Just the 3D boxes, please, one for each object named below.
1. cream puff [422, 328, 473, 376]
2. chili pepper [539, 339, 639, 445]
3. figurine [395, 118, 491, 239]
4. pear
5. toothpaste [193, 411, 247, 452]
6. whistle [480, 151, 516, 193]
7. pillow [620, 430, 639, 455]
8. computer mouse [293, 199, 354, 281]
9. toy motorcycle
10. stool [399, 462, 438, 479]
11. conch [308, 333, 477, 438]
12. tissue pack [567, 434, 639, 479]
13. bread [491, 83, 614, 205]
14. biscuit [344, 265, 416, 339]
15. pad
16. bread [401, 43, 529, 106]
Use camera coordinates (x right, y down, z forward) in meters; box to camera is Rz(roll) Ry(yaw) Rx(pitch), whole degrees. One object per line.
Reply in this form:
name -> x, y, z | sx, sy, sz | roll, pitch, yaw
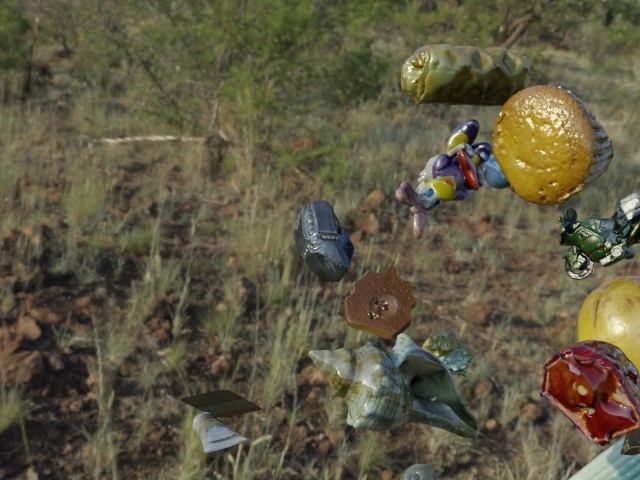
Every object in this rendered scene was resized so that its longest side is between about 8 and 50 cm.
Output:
cream puff -> 0.345, 0.314, 1.869 | 0.156, 0.156, 0.121 | 6, 14, -24
chili pepper -> 0.445, 0.216, 1.050 | 0.144, 0.137, 0.252 | 10, 10, 33
figurine -> 0.335, -0.176, 1.836 | 0.193, 0.154, 0.421 | -18, 21, 33
pear -> 0.771, 0.241, 1.638 | 0.314, 0.315, 0.314 | 12, 16, -3
toothpaste -> -0.259, 0.473, 1.648 | 0.100, 0.066, 0.323 | -10, -2, -20
whistle -> 0.409, -0.141, 1.466 | 0.158, 0.090, 0.090 | 38, 16, -4
pillow -> 0.634, 0.371, 1.309 | 0.048, 0.091, 0.150 | 20, -21, 4
computer mouse -> 0.000, 0.000, 1.377 | 0.062, 0.105, 0.192 | 23, 40, -56
toy motorcycle -> 0.708, -0.031, 1.681 | 0.124, 0.274, 0.187 | 7, 56, -47
stool -> 0.257, 0.621, 1.690 | 0.096, 0.110, 0.096 | -22, 33, 15
conch -> 0.143, 0.284, 1.321 | 0.386, 0.203, 0.169 | 26, -5, -32
tissue pack -> 0.872, 0.583, 1.747 | 0.287, 0.388, 0.162 | 12, 38, -35
bread -> 0.445, -0.188, 1.308 | 0.139, 0.240, 0.240 | -19, 31, -29
biscuit -> 0.162, 0.156, 1.777 | 0.182, 0.034, 0.215 | 17, 53, 11
pad -> -0.365, 0.538, 2.046 | 0.250, 0.323, 0.055 | 49, 12, -55
bread -> 0.302, -0.356, 1.459 | 0.267, 0.152, 0.130 | -4, 65, -22
